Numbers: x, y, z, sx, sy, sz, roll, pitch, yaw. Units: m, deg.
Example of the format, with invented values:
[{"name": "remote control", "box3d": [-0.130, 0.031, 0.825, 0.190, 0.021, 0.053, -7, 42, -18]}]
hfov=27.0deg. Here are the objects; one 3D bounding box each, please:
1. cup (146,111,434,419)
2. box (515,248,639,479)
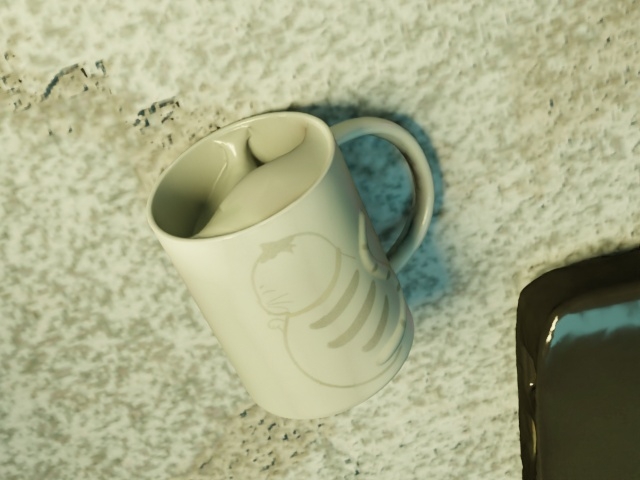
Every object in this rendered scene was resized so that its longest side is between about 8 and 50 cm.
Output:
[{"name": "cup", "box3d": [0.000, 0.007, 0.675, 0.136, 0.099, 0.133, -22, 125, 5]}, {"name": "box", "box3d": [0.260, 0.116, 0.817, 0.289, 0.073, 0.290, -12, 125, -3]}]
